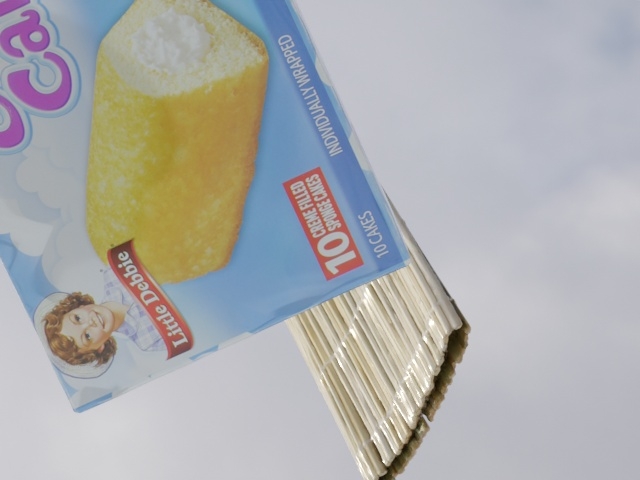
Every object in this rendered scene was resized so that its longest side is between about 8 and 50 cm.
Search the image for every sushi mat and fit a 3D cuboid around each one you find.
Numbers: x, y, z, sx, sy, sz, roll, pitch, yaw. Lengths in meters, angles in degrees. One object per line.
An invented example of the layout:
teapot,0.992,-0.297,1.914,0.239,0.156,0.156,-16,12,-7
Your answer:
sushi mat,0.000,0.000,1.156,0.019,0.316,0.151,0,-48,-29

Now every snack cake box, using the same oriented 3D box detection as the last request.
snack cake box,-0.086,-0.083,0.754,0.152,0.264,0.089,-25,7,3
